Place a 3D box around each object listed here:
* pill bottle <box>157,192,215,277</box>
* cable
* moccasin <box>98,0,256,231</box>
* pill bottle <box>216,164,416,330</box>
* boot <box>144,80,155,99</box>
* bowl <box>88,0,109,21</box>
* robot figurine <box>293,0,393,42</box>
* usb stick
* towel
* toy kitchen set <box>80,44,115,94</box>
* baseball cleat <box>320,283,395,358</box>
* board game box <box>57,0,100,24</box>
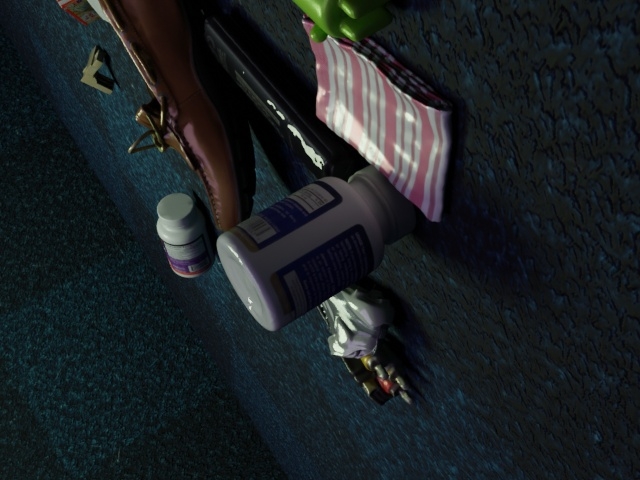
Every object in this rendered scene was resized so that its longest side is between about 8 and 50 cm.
[{"bbox_3d":[-0.302,-0.013,1.719,0.108,0.108,0.193,48,159,33],"label":"pill bottle"},{"bbox_3d":[0.049,0.126,1.127,0.139,0.072,0.287,54,-175,-49],"label":"cable"},{"bbox_3d":[-0.189,-0.182,1.026,0.139,0.147,0.380,-90,-19,-61],"label":"moccasin"},{"bbox_3d":[0.000,0.000,0.789,0.112,0.187,0.112,51,160,26],"label":"pill bottle"},{"bbox_3d":[-0.214,-0.242,1.160,0.106,0.082,0.219,44,155,46],"label":"boot"},{"bbox_3d":[-0.381,-0.447,1.333,0.142,0.053,0.142,49,161,25],"label":"bowl"},{"bbox_3d":[0.009,-0.210,0.625,0.115,0.067,0.101,50,166,27],"label":"robot figurine"},{"bbox_3d":[-0.050,-0.164,0.901,0.278,0.045,0.077,51,169,26],"label":"usb stick"},{"bbox_3d":[0.051,-0.117,0.725,0.197,0.029,0.144,47,159,34],"label":"towel"},{"bbox_3d":[-0.493,-0.396,1.767,0.083,0.075,0.068,-34,44,41],"label":"toy kitchen set"},{"bbox_3d":[0.018,0.092,1.028,0.206,0.072,0.109,29,105,59],"label":"baseball cleat"},{"bbox_3d":[-0.482,-0.496,1.457,0.146,0.045,0.193,62,180,-7],"label":"board game box"}]
